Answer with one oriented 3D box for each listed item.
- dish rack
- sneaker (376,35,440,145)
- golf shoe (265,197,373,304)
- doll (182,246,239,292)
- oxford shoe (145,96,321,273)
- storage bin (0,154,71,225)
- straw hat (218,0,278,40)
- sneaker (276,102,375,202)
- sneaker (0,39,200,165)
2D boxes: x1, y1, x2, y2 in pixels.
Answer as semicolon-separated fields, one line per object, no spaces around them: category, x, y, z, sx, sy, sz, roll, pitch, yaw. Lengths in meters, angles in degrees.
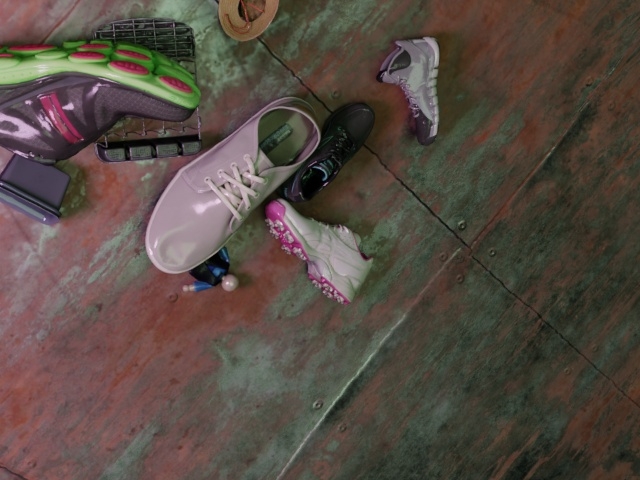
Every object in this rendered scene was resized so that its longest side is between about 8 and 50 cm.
dish rack;-0.327;-0.281;1.608;0.208;0.074;0.272;-8;107;-21
sneaker;0.179;-0.315;1.799;0.132;0.086;0.229;-3;97;-16
golf shoe;0.000;0.000;1.814;0.140;0.115;0.306;-48;125;-12
doll;-0.247;0.049;1.754;0.189;0.046;0.129;36;79;-27
oxford shoe;-0.169;-0.115;1.669;0.449;0.130;0.169;-45;110;-8
storage bin;-0.535;-0.100;1.576;0.135;0.098;0.091;32;65;-26
straw hat;-0.125;-0.451;1.634;0.061;0.144;0.145;-4;113;-61
sneaker;0.026;-0.174;1.762;0.267;0.106;0.101;-48;114;-3
sneaker;-0.439;-0.235;1.481;0.482;0.185;0.202;1;117;7
